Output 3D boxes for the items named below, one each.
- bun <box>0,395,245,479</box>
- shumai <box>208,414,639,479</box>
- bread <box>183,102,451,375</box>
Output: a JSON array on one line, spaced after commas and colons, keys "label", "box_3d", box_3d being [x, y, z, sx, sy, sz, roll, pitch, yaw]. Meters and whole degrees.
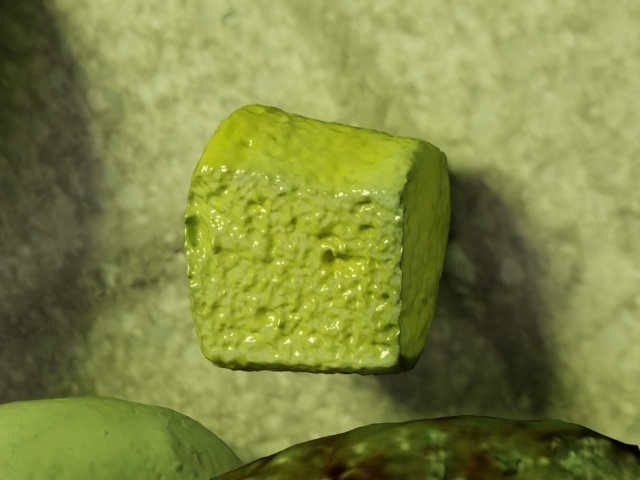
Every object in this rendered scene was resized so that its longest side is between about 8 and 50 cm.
[{"label": "bun", "box_3d": [-0.170, 0.201, 0.989, 0.187, 0.293, 0.293, 33, 132, 51]}, {"label": "shumai", "box_3d": [0.042, 0.309, 0.786, 0.395, 0.348, 0.395, 2, 121, 3]}, {"label": "bread", "box_3d": [0.000, 0.000, 0.861, 0.114, 0.111, 0.129, 8, 114, 22]}]
